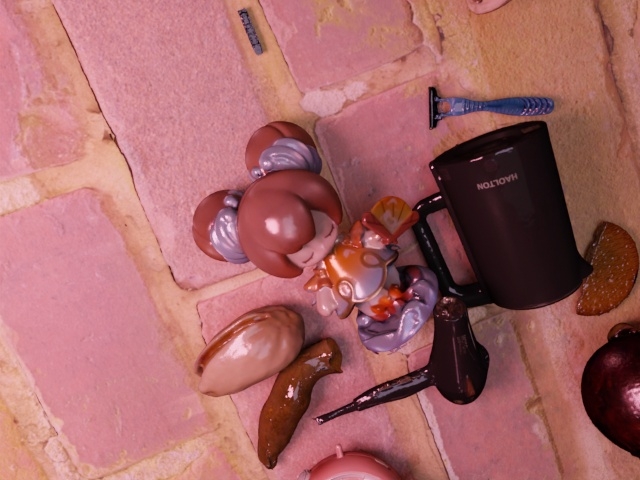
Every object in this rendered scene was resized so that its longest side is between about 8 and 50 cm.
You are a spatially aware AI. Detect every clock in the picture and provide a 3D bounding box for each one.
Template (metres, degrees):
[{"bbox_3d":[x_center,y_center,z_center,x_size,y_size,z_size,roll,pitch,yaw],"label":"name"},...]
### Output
[{"bbox_3d":[0.060,0.523,1.083,0.241,0.142,0.227,31,91,-3],"label":"clock"}]

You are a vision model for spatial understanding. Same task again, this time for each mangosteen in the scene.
[{"bbox_3d":[0.680,0.292,1.083,0.297,0.297,0.293,24,95,-13],"label":"mangosteen"}]

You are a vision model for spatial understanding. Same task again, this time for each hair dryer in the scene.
[{"bbox_3d":[0.143,0.259,1.024,0.360,0.120,0.303,-24,138,0],"label":"hair dryer"}]

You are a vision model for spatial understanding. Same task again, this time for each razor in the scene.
[{"bbox_3d":[0.332,-0.257,1.066,0.253,0.042,0.081,-3,97,-11],"label":"razor"}]

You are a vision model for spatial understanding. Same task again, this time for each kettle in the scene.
[{"bbox_3d":[0.328,-0.029,1.019,0.262,0.203,0.307,-25,104,-8],"label":"kettle"}]

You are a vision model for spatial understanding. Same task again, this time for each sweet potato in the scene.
[{"bbox_3d":[-0.049,0.312,1.051,0.112,0.085,0.285,24,93,-22],"label":"sweet potato"}]

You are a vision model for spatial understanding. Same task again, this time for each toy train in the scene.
[{"bbox_3d":[-0.124,-0.368,0.978,0.017,0.017,0.083,-23,101,-4],"label":"toy train"}]

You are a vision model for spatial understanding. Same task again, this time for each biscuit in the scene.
[{"bbox_3d":[0.611,0.069,1.169,0.126,0.025,0.206,14,96,-11],"label":"biscuit"}]

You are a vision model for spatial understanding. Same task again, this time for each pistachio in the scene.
[{"bbox_3d":[-0.126,0.201,1.004,0.223,0.126,0.152,-30,138,-5],"label":"pistachio"}]

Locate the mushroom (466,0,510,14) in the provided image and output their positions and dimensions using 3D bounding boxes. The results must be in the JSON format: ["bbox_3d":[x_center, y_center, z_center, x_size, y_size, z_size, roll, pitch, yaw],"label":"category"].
[{"bbox_3d":[0.261,-0.524,0.961,0.253,0.195,0.189,51,54,-7],"label":"mushroom"}]

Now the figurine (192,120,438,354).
[{"bbox_3d":[0.001,-0.001,0.960,0.388,0.248,0.276,37,87,-22],"label":"figurine"}]
